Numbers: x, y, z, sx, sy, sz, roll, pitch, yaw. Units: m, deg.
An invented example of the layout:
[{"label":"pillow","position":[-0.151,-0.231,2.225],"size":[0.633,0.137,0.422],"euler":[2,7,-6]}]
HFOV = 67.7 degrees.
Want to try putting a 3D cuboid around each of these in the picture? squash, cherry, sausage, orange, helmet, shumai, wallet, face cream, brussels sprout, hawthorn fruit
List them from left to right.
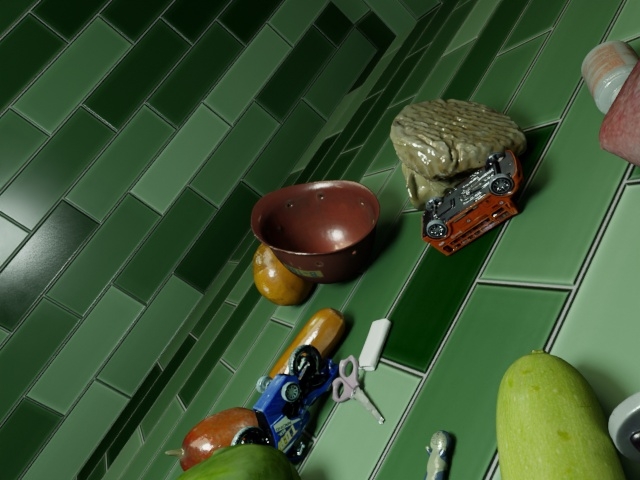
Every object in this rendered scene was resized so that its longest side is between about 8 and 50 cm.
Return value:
[{"label":"brussels sprout","position":[-0.192,0.553,0.861],"size":[0.371,0.276,0.314],"euler":[-43,18,23]},{"label":"hawthorn fruit","position":[-0.234,0.490,1.113],"size":[0.200,0.252,0.199],"euler":[-19,67,55]},{"label":"orange","position":[-0.125,0.101,1.571],"size":[0.171,0.240,0.240],"euler":[-21,32,25]},{"label":"sausage","position":[-0.035,0.292,1.236],"size":[0.274,0.105,0.105],"euler":[-53,20,-3]},{"label":"helmet","position":[0.000,0.000,1.418],"size":[0.386,0.230,0.337],"euler":[8,45,27]},{"label":"wallet","position":[0.122,0.239,1.095],"size":[0.061,0.025,0.122],"euler":[-21,36,52]},{"label":"shumai","position":[0.332,-0.188,1.200],"size":[0.262,0.315,0.266],"euler":[84,-161,-47]},{"label":"squash","position":[0.285,0.243,0.580],"size":[0.133,0.132,0.247],"euler":[-38,20,34]},{"label":"face cream","position":[0.579,-0.292,0.917],"size":[0.101,0.101,0.251],"euler":[-36,25,37]},{"label":"cherry","position":[0.552,-0.198,0.693],"size":[0.239,0.206,0.239],"euler":[14,-90,-84]}]

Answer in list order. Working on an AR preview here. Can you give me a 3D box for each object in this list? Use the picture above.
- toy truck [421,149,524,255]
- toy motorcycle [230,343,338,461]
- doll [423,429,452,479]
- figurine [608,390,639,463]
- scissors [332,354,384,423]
[{"label":"toy truck","position":[0.340,-0.078,1.046],"size":[0.253,0.114,0.107],"euler":[-39,23,35]},{"label":"toy motorcycle","position":[-0.068,0.384,1.079],"size":[0.113,0.168,0.315],"euler":[-8,36,50]},{"label":"doll","position":[0.181,0.359,0.750],"size":[0.037,0.027,0.125],"euler":[-18,37,45]},{"label":"figurine","position":[0.367,0.243,0.401],"size":[0.176,0.133,0.236],"euler":[-43,18,28]},{"label":"scissors","position":[0.079,0.329,1.020],"size":[0.110,0.021,0.212],"euler":[-68,23,3]}]
